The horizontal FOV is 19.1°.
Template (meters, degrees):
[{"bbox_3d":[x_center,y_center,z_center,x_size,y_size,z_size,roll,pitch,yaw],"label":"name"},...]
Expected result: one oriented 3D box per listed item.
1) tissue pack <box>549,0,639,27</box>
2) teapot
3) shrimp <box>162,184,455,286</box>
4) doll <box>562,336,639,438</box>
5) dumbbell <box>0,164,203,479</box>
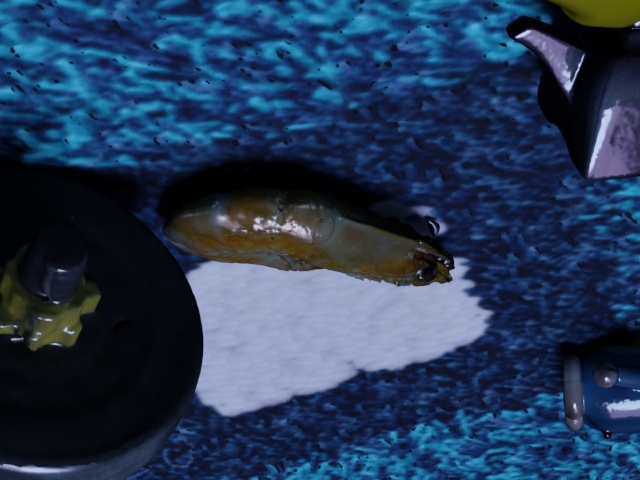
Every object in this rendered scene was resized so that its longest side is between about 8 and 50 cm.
[{"bbox_3d":[0.092,-0.166,0.751,0.178,0.123,0.127,10,146,-30],"label":"tissue pack"},{"bbox_3d":[0.177,-0.097,0.936,0.177,0.087,0.096,-7,125,-9],"label":"teapot"},{"bbox_3d":[0.000,0.000,1.063,0.190,0.042,0.101,11,162,-33],"label":"shrimp"},{"bbox_3d":[0.235,0.095,1.252,0.152,0.085,0.114,-5,163,8],"label":"doll"},{"bbox_3d":[-0.189,0.109,1.031,0.185,0.185,0.388,4,144,-23],"label":"dumbbell"}]
